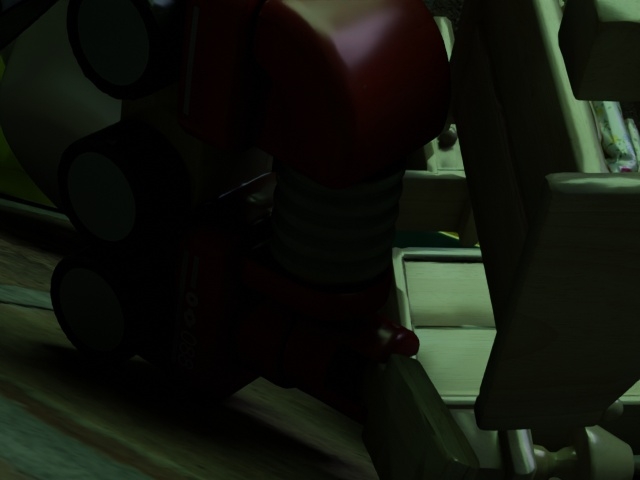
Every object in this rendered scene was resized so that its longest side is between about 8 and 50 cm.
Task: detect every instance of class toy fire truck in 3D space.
[{"bbox_3d":[0.000,0.000,0.661,0.246,0.217,0.158,28,35,27],"label":"toy fire truck"}]

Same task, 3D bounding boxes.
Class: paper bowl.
[{"bbox_3d":[-0.124,-0.088,1.139,0.284,0.148,0.284,32,-24,17],"label":"paper bowl"}]

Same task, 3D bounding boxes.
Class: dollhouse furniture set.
[{"bbox_3d":[0.139,-0.057,0.703,0.173,0.355,0.303,1,48,-8],"label":"dollhouse furniture set"}]

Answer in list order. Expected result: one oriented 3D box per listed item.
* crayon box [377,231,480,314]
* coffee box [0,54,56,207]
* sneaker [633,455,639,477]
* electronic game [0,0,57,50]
[{"bbox_3d":[0.198,0.065,1.558,0.313,0.106,0.363,22,4,8],"label":"crayon box"},{"bbox_3d":[-0.316,-0.238,1.397,0.334,0.338,0.338,23,4,40],"label":"coffee box"},{"bbox_3d":[0.182,0.084,1.027,0.090,0.115,0.232,17,4,-41],"label":"sneaker"},{"bbox_3d":[-0.190,-0.072,0.638,0.048,0.229,0.229,53,-2,-9],"label":"electronic game"}]
